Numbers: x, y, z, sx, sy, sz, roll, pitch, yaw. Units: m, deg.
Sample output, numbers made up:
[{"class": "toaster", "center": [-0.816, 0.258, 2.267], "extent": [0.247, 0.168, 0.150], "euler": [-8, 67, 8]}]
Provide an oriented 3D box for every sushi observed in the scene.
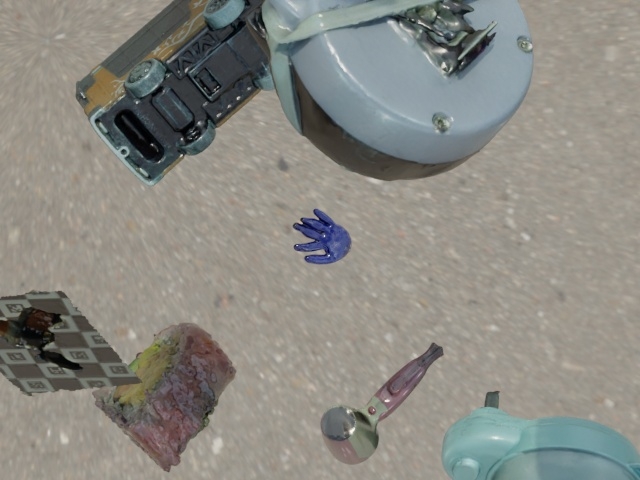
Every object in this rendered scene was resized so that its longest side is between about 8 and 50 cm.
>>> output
[{"class": "sushi", "center": [-0.268, 0.091, 1.295], "extent": [0.139, 0.201, 0.031], "euler": [-6, 57, 14]}, {"class": "sushi", "center": [-0.175, 0.182, 1.618], "extent": [0.161, 0.241, 0.107], "euler": [-45, 105, -12]}]

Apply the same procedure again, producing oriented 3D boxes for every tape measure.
[{"class": "tape measure", "center": [0.054, -0.134, 0.896], "extent": [0.181, 0.107, 0.182], "euler": [39, 54, -3]}]

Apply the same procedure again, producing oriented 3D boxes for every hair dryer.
[{"class": "hair dryer", "center": [0.064, 0.158, 1.360], "extent": [0.154, 0.106, 0.054], "euler": [-44, 71, -10]}]

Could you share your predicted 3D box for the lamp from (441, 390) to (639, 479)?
[{"class": "lamp", "center": [0.302, 0.313, 1.790], "extent": [0.284, 0.209, 0.147], "euler": [27, 49, 13]}]

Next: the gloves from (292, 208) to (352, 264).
[{"class": "gloves", "center": [0.000, 0.000, 1.665], "extent": [0.086, 0.026, 0.064], "euler": [34, 81, -36]}]

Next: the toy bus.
[{"class": "toy bus", "center": [-0.167, -0.215, 1.679], "extent": [0.275, 0.167, 0.138], "euler": [-42, 122, -2]}]
